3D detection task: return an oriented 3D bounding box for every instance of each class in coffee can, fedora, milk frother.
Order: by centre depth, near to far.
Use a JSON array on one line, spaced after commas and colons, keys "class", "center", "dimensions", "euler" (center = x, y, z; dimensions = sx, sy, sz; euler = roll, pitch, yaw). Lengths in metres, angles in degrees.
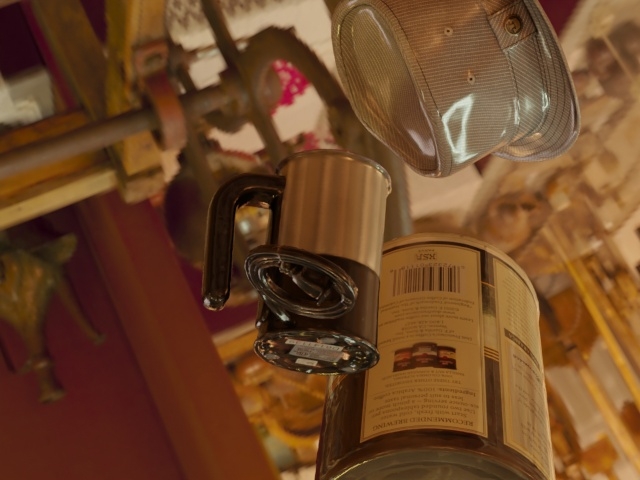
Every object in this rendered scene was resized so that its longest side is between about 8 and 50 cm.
[{"class": "milk frother", "center": [0.000, 0.000, 0.726], "dimensions": [0.129, 0.135, 0.143], "euler": [18, 152, -27]}, {"class": "coffee can", "center": [0.100, 0.152, 0.978], "dimensions": [0.201, 0.275, 0.202], "euler": [3, 126, 4]}, {"class": "fedora", "center": [0.105, -0.157, 1.048], "dimensions": [0.124, 0.275, 0.243], "euler": [-38, -153, -24]}]
